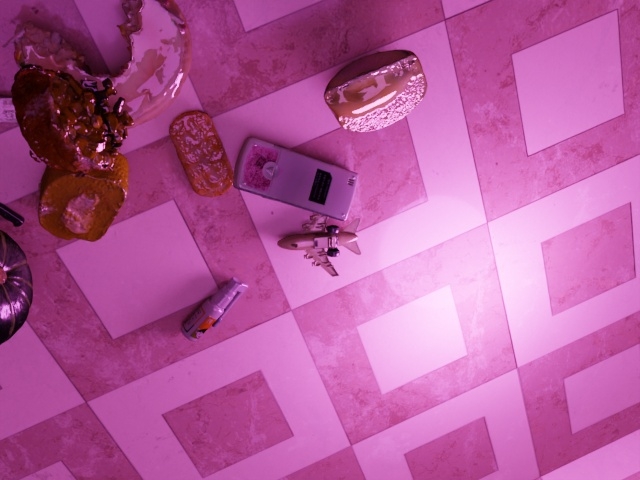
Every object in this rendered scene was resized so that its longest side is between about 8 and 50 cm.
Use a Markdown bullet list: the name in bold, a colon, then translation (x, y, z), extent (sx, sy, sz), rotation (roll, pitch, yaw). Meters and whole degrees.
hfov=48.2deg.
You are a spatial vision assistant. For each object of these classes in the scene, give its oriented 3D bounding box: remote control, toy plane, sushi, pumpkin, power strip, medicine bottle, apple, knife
- **remote control**: translation (-0.064, -0.162, 1.916), extent (0.344, 0.050, 0.145), rotation (17, 89, -26)
- **toy plane**: translation (0.000, 0.000, 2.034), extent (0.244, 0.092, 0.229), rotation (-7, 105, -19)
- **sushi**: translation (-0.521, -0.253, 1.499), extent (0.179, 0.167, 0.296), rotation (-10, 123, 23)
- **pumpkin**: translation (-0.830, 0.108, 1.668), extent (0.241, 0.323, 0.323), rotation (-25, 127, 24)
- **power strip**: translation (-0.731, -0.302, 1.640), extent (0.253, 0.027, 0.060), rotation (-2, 120, -18)
- **medicine bottle**: translation (-0.302, 0.199, 2.067), extent (0.220, 0.061, 0.092), rotation (-47, 147, 11)
- **apple**: translation (0.138, -0.382, 1.845), extent (0.265, 0.120, 0.193), rotation (-24, 137, -1)
- **knife**: translation (-0.840, -0.096, 1.733), extent (0.072, 0.019, 0.245), rotation (-44, 120, 13)

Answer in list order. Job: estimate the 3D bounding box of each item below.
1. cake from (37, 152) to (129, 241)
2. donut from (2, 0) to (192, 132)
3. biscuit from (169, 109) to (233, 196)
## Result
- **cake**: translation (-0.574, -0.114, 1.707), extent (0.179, 0.156, 0.260), rotation (19, 132, -28)
- **donut**: translation (-0.464, -0.403, 1.601), extent (0.371, 0.150, 0.307), rotation (-26, 123, -2)
- **biscuit**: translation (-0.302, -0.217, 1.837), extent (0.118, 0.029, 0.247), rotation (-22, 124, -5)
